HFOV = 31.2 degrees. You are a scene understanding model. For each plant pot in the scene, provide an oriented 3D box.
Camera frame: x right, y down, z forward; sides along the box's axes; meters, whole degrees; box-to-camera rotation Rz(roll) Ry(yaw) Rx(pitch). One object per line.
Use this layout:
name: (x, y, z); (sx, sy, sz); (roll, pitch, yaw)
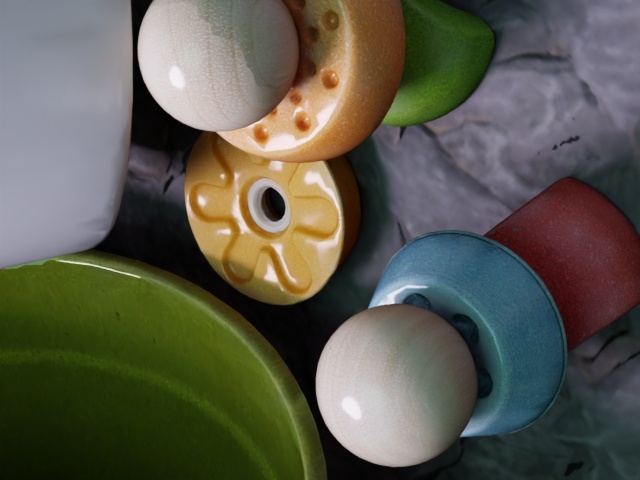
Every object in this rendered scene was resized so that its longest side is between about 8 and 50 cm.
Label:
plant pot: (-0.168, 0.253, 0.592); (0.366, 0.366, 0.353); (23, 138, 29)

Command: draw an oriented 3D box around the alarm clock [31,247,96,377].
alarm clock: (-0.185, 0.041, 0.703); (0.129, 0.064, 0.192); (-8, 99, 38)

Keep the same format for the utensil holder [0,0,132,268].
utensil holder: (-0.302, -0.112, 0.467); (0.327, 0.385, 0.328); (171, 90, -67)

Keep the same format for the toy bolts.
toy bolts: (0.000, 0.000, 0.486); (0.228, 0.158, 0.218); (50, 128, 12)
